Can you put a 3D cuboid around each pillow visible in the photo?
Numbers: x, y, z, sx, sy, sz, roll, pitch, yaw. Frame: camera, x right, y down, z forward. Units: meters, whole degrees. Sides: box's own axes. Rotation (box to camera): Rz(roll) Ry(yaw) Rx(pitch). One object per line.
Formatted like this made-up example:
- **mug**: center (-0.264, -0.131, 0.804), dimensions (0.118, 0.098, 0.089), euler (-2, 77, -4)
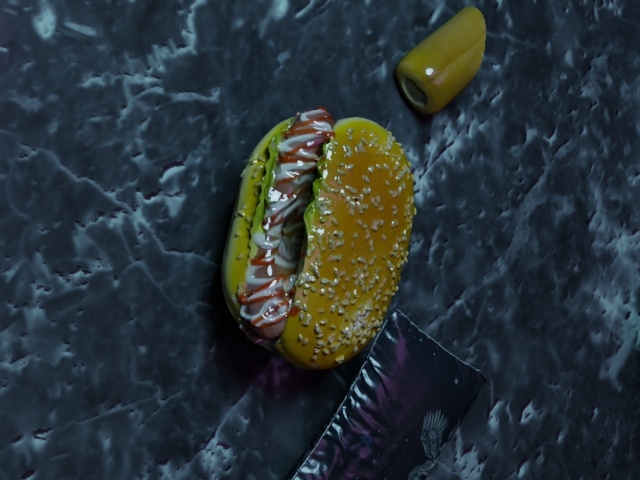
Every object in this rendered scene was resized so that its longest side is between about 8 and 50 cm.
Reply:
- **pillow**: center (0.052, 0.178, 1.071), dimensions (0.141, 0.055, 0.208), euler (37, 85, -36)

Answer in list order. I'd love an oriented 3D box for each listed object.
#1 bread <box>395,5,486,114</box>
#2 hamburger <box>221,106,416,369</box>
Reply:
- **bread**: center (0.119, -0.164, 1.125), dimensions (0.103, 0.049, 0.062), euler (-41, 114, -26)
- **hamburger**: center (0.000, 0.000, 1.003), dimensions (0.173, 0.116, 0.210), euler (19, 81, -37)
